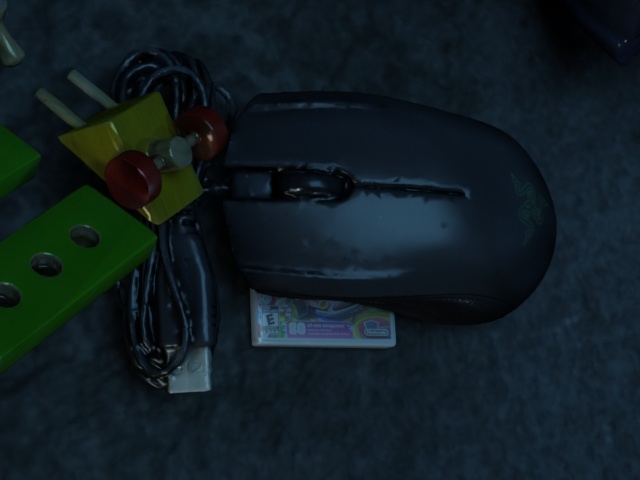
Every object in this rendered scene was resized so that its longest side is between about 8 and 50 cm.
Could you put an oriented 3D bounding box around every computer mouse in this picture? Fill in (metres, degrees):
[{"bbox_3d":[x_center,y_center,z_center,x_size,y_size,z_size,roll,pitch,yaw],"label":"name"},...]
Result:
[{"bbox_3d":[0.026,-0.014,0.762,0.272,0.072,0.188,2,77,-25],"label":"computer mouse"}]

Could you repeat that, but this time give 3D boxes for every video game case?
[{"bbox_3d":[0.000,0.000,0.795,0.087,0.011,0.122,3,77,-25],"label":"video game case"}]

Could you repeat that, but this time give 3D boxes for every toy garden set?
[{"bbox_3d":[-0.181,-0.051,0.654,0.244,0.049,0.204,35,41,11],"label":"toy garden set"}]

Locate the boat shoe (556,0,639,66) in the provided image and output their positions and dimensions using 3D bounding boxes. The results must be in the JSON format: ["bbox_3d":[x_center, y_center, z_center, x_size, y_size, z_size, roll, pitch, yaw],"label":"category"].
[{"bbox_3d":[0.154,-0.263,0.880,0.127,0.158,0.340,-10,55,-23],"label":"boat shoe"}]
